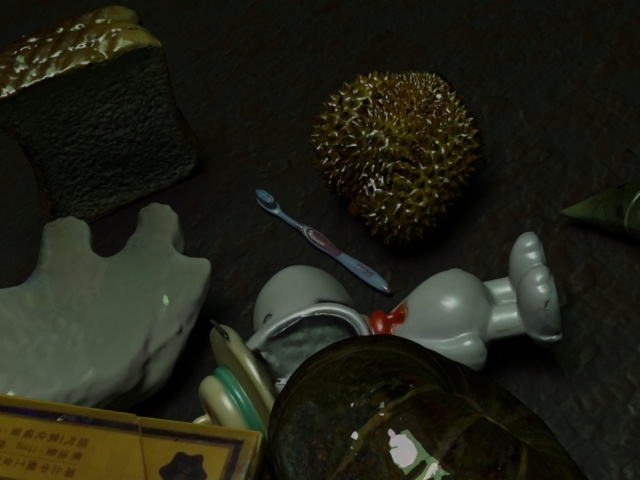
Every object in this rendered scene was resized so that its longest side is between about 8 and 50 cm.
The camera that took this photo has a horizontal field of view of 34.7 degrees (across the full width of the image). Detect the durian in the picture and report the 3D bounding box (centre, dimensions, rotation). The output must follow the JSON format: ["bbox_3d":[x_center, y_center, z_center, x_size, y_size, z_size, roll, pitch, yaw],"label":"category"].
[{"bbox_3d":[0.067,-0.084,0.938,0.158,0.137,0.168,33,72,14],"label":"durian"}]

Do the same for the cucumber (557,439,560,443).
[{"bbox_3d":[0.162,0.241,0.667,0.056,0.056,0.250,-8,49,10],"label":"cucumber"}]

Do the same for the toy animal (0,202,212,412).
[{"bbox_3d":[-0.261,0.085,0.894,0.266,0.188,0.308,33,51,14],"label":"toy animal"}]

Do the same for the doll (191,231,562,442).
[{"bbox_3d":[0.045,0.081,0.785,0.271,0.144,0.208,-3,39,21],"label":"doll"}]

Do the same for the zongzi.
[{"bbox_3d":[0.282,-0.042,0.892,0.113,0.052,0.104,16,47,44],"label":"zongzi"}]

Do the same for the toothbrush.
[{"bbox_3d":[0.000,0.000,0.958,0.013,0.019,0.193,-39,51,-19],"label":"toothbrush"}]

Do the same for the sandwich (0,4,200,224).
[{"bbox_3d":[-0.222,-0.113,0.992,0.186,0.215,0.065,-23,57,-8],"label":"sandwich"}]

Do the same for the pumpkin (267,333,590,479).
[{"bbox_3d":[0.068,0.164,0.613,0.162,0.219,0.219,-53,51,5],"label":"pumpkin"}]

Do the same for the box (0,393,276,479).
[{"bbox_3d":[-0.161,0.194,0.712,0.301,0.193,0.084,4,52,21],"label":"box"}]
